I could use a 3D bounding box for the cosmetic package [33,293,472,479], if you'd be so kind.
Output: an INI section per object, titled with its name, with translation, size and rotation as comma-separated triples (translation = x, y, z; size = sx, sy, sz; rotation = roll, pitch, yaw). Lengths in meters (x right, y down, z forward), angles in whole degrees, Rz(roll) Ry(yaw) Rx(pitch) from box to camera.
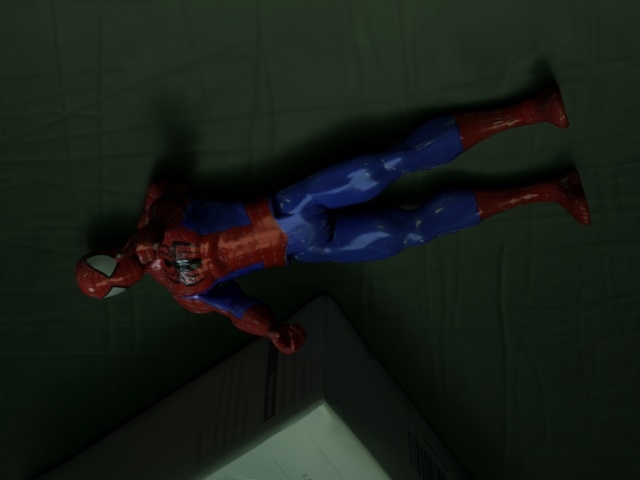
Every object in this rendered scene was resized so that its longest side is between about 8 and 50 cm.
[cosmetic package]
translation = -0.025, 0.196, 1.046
size = 0.225, 0.138, 0.224
rotation = -33, 109, 14

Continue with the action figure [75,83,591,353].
[action figure]
translation = 0.000, 0.000, 0.966
size = 0.280, 0.139, 0.091
rotation = -14, 112, 8
